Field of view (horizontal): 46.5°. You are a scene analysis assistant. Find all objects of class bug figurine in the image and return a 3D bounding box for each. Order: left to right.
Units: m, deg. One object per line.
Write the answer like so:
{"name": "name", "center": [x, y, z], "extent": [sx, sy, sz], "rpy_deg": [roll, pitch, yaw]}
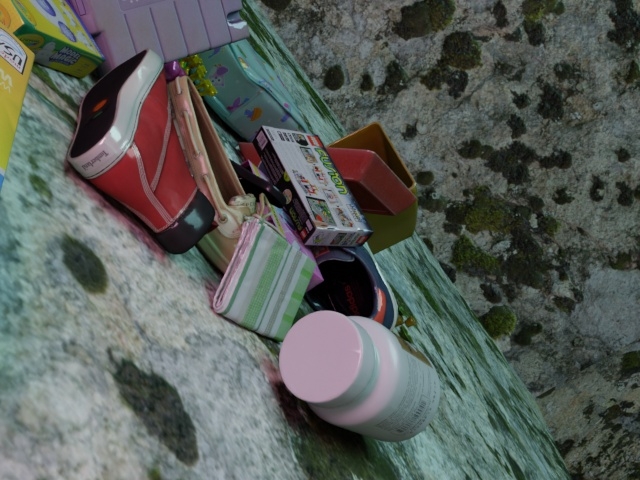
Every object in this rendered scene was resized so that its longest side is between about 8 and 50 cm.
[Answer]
{"name": "bug figurine", "center": [-0.251, -0.312, 1.117], "extent": [0.216, 0.072, 0.279], "rpy_deg": [54, 6, -43]}

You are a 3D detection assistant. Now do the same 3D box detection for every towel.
{"name": "towel", "center": [-0.063, 0.051, 0.867], "extent": [0.023, 0.113, 0.152], "rpy_deg": [17, -12, 30]}

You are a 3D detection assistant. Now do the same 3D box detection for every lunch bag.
{"name": "lunch bag", "center": [-0.143, -0.286, 1.388], "extent": [0.224, 0.108, 0.279], "rpy_deg": [59, 11, 29]}

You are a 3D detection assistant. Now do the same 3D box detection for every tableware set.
{"name": "tableware set", "center": [0.186, 0.179, 1.654], "extent": [0.104, 0.024, 0.154], "rpy_deg": [58, 12, 9]}

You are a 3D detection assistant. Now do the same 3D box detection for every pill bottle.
{"name": "pill bottle", "center": [0.049, 0.163, 0.895], "extent": [0.229, 0.131, 0.131], "rpy_deg": [38, 21, -56]}

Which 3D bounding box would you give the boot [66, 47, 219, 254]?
{"name": "boot", "center": [-0.176, -0.096, 0.818], "extent": [0.176, 0.088, 0.244], "rpy_deg": [49, 22, -33]}

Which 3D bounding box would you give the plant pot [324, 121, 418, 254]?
{"name": "plant pot", "center": [0.089, -0.082, 1.568], "extent": [0.187, 0.212, 0.212], "rpy_deg": [59, 5, -50]}

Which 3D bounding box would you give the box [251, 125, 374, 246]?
{"name": "box", "center": [-0.013, -0.081, 1.105], "extent": [0.114, 0.036, 0.207], "rpy_deg": [3, 48, -40]}

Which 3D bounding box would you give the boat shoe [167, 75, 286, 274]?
{"name": "boat shoe", "center": [-0.125, -0.062, 0.901], "extent": [0.285, 0.089, 0.104], "rpy_deg": [56, 11, -4]}

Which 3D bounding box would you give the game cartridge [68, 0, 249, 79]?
{"name": "game cartridge", "center": [-0.227, -0.394, 0.901], "extent": [0.068, 0.230, 0.355], "rpy_deg": [10, -60, 48]}

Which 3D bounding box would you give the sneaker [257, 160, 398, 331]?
{"name": "sneaker", "center": [0.000, 0.000, 1.144], "extent": [0.350, 0.131, 0.148], "rpy_deg": [56, 14, 11]}

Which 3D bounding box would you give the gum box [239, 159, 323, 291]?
{"name": "gum box", "center": [-0.071, -0.010, 1.045], "extent": [0.107, 0.062, 0.188], "rpy_deg": [42, 18, -48]}

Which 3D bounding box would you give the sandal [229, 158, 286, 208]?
{"name": "sandal", "center": [-0.118, -0.079, 0.998], "extent": [0.179, 0.040, 0.067], "rpy_deg": [31, -11, 40]}

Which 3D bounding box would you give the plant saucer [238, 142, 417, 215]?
{"name": "plant saucer", "center": [0.015, -0.102, 1.339], "extent": [0.259, 0.258, 0.047], "rpy_deg": [32, 68, -62]}

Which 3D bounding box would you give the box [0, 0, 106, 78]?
{"name": "box", "center": [-0.306, -0.236, 0.770], "extent": [0.105, 0.043, 0.179], "rpy_deg": [57, 13, 6]}

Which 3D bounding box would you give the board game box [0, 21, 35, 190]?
{"name": "board game box", "center": [-0.295, -0.114, 0.433], "extent": [0.242, 0.064, 0.316], "rpy_deg": [47, 15, -37]}
